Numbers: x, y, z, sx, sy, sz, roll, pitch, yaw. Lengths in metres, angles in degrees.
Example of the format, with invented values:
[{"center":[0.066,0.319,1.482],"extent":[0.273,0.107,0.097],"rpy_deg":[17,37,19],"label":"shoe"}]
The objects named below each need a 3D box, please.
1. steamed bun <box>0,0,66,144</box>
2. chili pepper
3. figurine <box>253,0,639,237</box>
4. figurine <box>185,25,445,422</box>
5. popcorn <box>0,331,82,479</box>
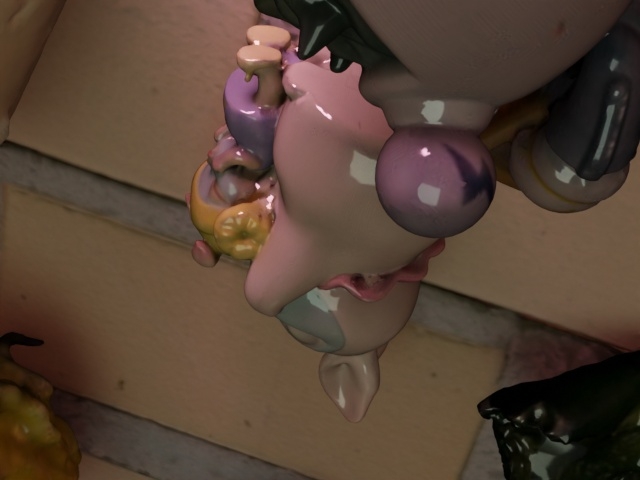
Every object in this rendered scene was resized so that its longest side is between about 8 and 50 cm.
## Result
[{"center":[-0.348,-0.179,0.602],"extent":[0.456,0.290,0.371],"rpy_deg":[7,132,-32],"label":"steamed bun"},{"center":[0.210,0.197,0.784],"extent":[0.148,0.264,0.116],"rpy_deg":[-23,161,-1],"label":"chili pepper"},{"center":[0.103,-0.116,0.571],"extent":[0.382,0.261,0.186],"rpy_deg":[32,139,-34],"label":"figurine"},{"center":[0.000,0.000,0.751],"extent":[0.155,0.127,0.235],"rpy_deg":[9,132,-12],"label":"figurine"},{"center":[-0.281,0.162,0.895],"extent":[0.249,0.249,0.225],"rpy_deg":[20,91,3],"label":"popcorn"}]
